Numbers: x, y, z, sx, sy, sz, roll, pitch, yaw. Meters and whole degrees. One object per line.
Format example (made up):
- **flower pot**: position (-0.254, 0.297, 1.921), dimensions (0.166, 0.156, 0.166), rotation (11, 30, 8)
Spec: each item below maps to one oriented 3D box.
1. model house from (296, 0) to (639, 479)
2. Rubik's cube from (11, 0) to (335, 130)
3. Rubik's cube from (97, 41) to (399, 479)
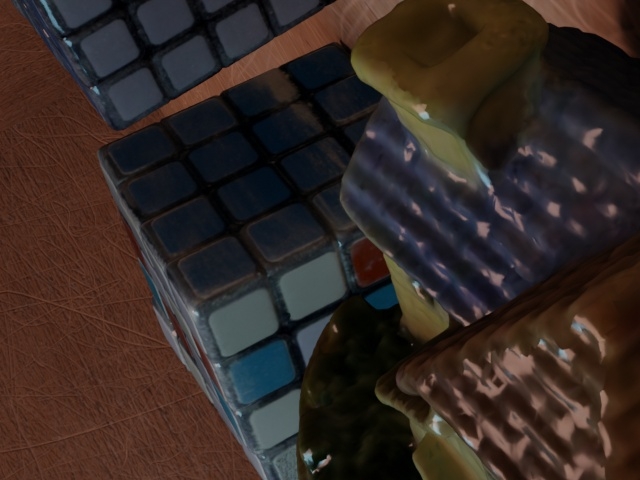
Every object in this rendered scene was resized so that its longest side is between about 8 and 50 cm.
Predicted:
- **model house**: position (0.100, 0.054, 0.495), dimensions (0.321, 0.261, 0.266), rotation (47, 164, 42)
- **Rubik's cube**: position (-0.133, -0.266, 0.847), dimensions (0.237, 0.238, 0.237), rotation (50, 168, 43)
- **Rubik's cube**: position (-0.017, 0.020, 1.068), dimensions (0.259, 0.256, 0.253), rotation (49, 162, 46)
